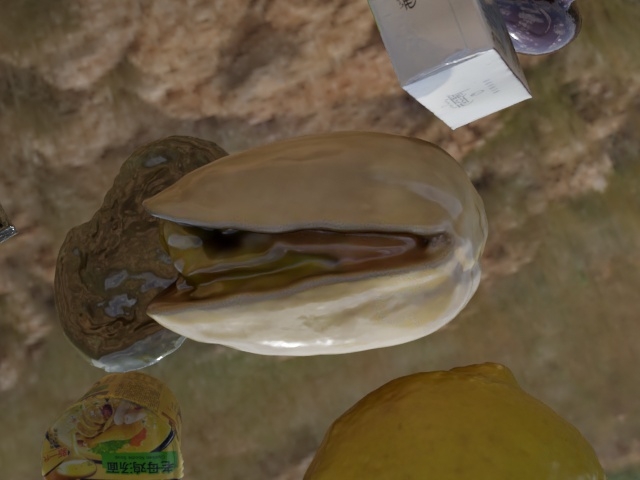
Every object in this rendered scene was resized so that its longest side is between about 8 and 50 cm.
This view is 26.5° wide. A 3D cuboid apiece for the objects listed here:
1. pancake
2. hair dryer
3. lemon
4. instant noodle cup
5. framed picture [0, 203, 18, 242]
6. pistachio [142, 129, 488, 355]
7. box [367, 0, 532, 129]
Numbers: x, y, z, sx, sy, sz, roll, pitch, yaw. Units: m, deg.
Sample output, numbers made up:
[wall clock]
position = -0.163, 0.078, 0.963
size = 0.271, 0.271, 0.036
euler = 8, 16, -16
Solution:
[pancake]
position = -0.164, 0.008, 1.278
size = 0.236, 0.222, 0.042
euler = -36, 141, 15
[hair dryer]
position = 0.368, -0.402, 1.985
size = 0.340, 0.123, 0.312
euler = -34, 158, 30
[lemon]
position = 0.086, 0.215, 0.942
size = 0.233, 0.288, 0.233
euler = 17, 154, 9
[instant noodle cup]
position = -0.214, 0.214, 1.450
size = 0.151, 0.151, 0.122
euler = -20, -165, 6
[framed picture]
position = -0.490, -0.020, 1.647
size = 0.209, 0.281, 0.019
euler = -31, 124, -8
[pistachio]
position = 0.000, 0.000, 1.148
size = 0.299, 0.188, 0.187
euler = -3, 158, -9
[box]
position = 0.129, -0.243, 1.446
size = 0.111, 0.194, 0.260
euler = -23, 168, 16
